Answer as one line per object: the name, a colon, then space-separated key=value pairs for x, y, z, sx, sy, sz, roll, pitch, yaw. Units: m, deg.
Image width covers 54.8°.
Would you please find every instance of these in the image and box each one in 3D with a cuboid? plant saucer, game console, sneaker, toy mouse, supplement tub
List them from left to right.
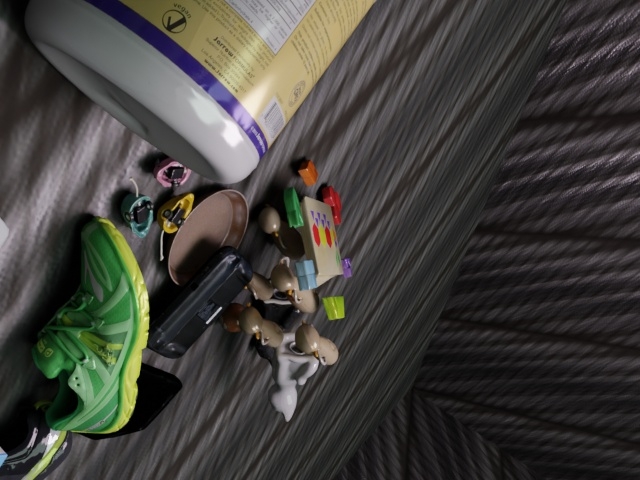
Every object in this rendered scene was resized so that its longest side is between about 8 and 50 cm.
sneaker: x=-0.429 y=0.300 z=0.783 sx=0.235 sy=0.084 sz=0.097 roll=-48 pitch=130 yaw=-26
sneaker: x=-0.286 y=0.118 z=0.764 sx=0.123 sy=0.109 sz=0.296 roll=-3 pitch=110 yaw=-37
toy mouse: x=-0.216 y=-0.062 z=0.803 sx=0.161 sy=0.031 sz=0.143 roll=-59 pitch=157 yaw=-1
game console: x=-0.238 y=0.164 z=0.969 sx=0.361 sy=0.044 sz=0.213 roll=-48 pitch=155 yaw=-7
plant saucer: x=-0.177 y=-0.007 z=0.948 sx=0.168 sy=0.029 sz=0.169 roll=-44 pitch=152 yaw=-32
supplement tub: x=-0.081 y=-0.249 z=0.588 sx=0.331 sy=0.241 sz=0.241 roll=-56 pitch=156 yaw=-9

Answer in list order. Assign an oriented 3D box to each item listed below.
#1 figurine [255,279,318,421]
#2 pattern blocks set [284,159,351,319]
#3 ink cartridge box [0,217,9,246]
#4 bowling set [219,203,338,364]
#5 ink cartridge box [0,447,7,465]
figurine: x=-0.076 y=0.224 z=1.226 sx=0.092 sy=0.215 sz=0.210 roll=-2 pitch=134 yaw=-19
pattern blocks set: x=0.000 y=0.000 z=1.102 sx=0.325 sy=0.026 sz=0.286 roll=32 pitch=48 yaw=-70
ink cartridge box: x=-0.390 y=0.045 z=0.333 sx=0.308 sy=0.091 sz=0.385 roll=81 pitch=30 yaw=-55
bowling set: x=-0.102 y=0.108 z=1.061 sx=0.199 sy=0.287 sz=0.154 roll=-26 pitch=150 yaw=8
ink cartridge box: x=-0.441 y=0.274 z=0.679 sx=0.143 sy=0.089 sz=0.092 roll=-58 pitch=157 yaw=-3
